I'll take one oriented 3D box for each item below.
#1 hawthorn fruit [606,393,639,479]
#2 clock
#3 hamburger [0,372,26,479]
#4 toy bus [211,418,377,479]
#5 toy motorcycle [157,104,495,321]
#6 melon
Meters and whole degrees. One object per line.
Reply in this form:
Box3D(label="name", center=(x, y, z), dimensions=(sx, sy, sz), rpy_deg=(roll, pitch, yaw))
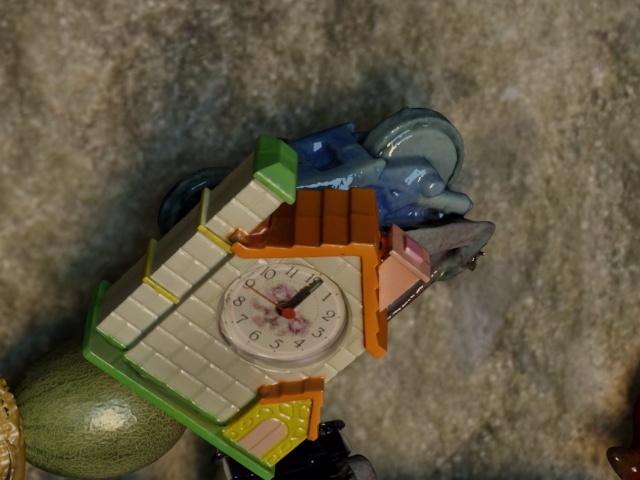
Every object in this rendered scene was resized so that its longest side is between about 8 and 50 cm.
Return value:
Box3D(label="hawthorn fruit", center=(0.480, 0.215, 1.720), dimensions=(0.311, 0.295, 0.295), rpy_deg=(-44, 110, -9))
Box3D(label="clock", center=(-0.045, 0.056, 1.428), dimensions=(0.220, 0.106, 0.255), rpy_deg=(37, 118, -22))
Box3D(label="hamburger", center=(-0.406, 0.189, 1.414), dimensions=(0.318, 0.158, 0.319), rpy_deg=(-1, 94, -8))
Box3D(label="toy bus", center=(-0.002, 0.346, 1.524), dimensions=(0.143, 0.179, 0.305), rpy_deg=(-10, 57, -28))
Box3D(label="toy motorcycle", center=(0.009, 0.010, 1.552), dimensions=(0.319, 0.182, 0.241), rpy_deg=(-17, 103, -17))
Box3D(label="melon", center=(-0.199, 0.154, 1.517), dimensions=(0.192, 0.139, 0.139), rpy_deg=(-9, 101, -21))
